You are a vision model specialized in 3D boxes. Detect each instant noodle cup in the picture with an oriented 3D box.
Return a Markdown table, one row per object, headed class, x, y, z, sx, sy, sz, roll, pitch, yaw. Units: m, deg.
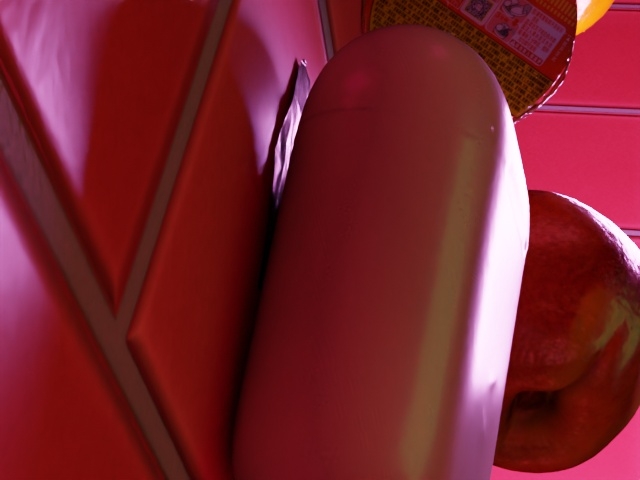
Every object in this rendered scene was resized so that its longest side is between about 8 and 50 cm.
| class | x | y | z | sx | sy | sz | roll | pitch | yaw |
| --- | --- | --- | --- | --- | --- | --- | --- | --- | --- |
| instant noodle cup | 0.135 | -0.201 | 1.137 | 0.212 | 0.193 | 0.193 | -64 | 156 | -79 |

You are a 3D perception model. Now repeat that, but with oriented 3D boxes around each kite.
| class | x | y | z | sx | sy | sz | roll | pitch | yaw |
| --- | --- | --- | --- | --- | --- | --- | --- | --- | --- |
| kite | 0.002 | 0.000 | 0.913 | 0.310 | 0.015 | 0.169 | 63 | 32 | -67 |

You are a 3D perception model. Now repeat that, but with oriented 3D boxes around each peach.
| class | x | y | z | sx | sy | sz | roll | pitch | yaw |
| --- | --- | --- | --- | --- | --- | --- | --- | --- | --- |
| peach | 0.220 | 0.091 | 1.325 | 0.332 | 0.308 | 0.307 | -72 | 162 | -62 |

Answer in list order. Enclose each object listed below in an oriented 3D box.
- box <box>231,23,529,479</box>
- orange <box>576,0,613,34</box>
| class | x | y | z | sx | sy | sz | roll | pitch | yaw |
| --- | --- | --- | --- | --- | --- | --- | --- | --- | --- |
| box | 0.050 | 0.054 | 0.812 | 0.288 | 0.141 | 0.349 | 54 | 45 | -64 |
| orange | 0.324 | -0.410 | 1.773 | 0.246 | 0.246 | 0.246 | 4 | 90 | -78 |
